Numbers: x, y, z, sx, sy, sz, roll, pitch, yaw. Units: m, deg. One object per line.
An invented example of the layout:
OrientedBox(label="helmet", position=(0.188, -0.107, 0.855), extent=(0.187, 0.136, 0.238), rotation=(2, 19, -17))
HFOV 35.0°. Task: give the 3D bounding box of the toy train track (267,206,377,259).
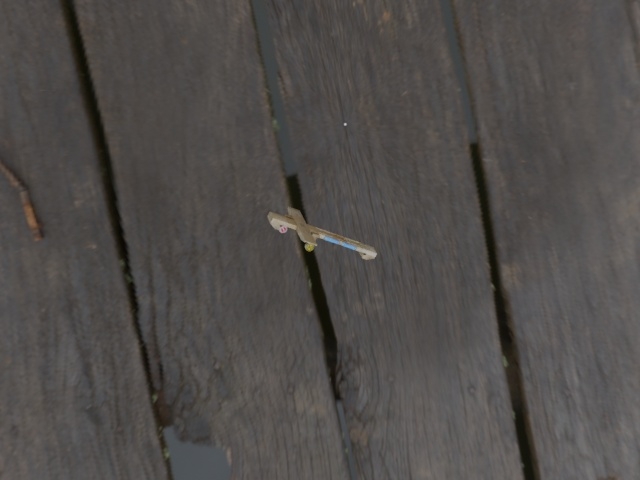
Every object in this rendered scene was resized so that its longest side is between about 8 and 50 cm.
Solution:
OrientedBox(label="toy train track", position=(0.000, 0.000, 0.693), extent=(0.083, 0.048, 0.014), rotation=(18, 113, -25))
